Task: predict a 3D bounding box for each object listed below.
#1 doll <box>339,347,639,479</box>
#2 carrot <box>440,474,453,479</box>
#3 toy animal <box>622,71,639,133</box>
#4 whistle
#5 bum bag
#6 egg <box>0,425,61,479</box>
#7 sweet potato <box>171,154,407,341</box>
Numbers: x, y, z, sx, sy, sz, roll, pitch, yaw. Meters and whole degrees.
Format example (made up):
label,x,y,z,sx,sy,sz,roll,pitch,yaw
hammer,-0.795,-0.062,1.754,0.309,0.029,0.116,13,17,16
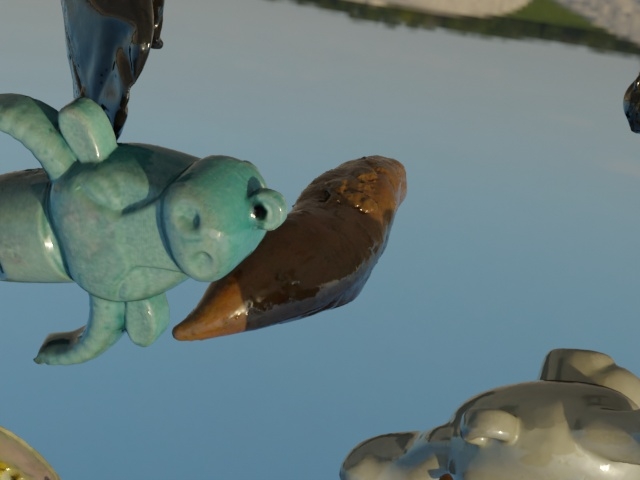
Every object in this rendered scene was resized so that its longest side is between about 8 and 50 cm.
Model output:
label,x,y,z,sx,sy,sz,roll,pitch,yaw
doll,0.201,0.138,0.957,0.242,0.159,0.311,35,150,-16
carrot,0.172,0.434,1.765,0.196,0.196,0.254,9,-137,-1
toy animal,0.257,-0.090,0.959,0.136,0.065,0.047,7,-150,-43
whistle,-0.142,-0.013,0.915,0.274,0.186,0.093,-4,-157,28
bum bag,-0.149,-0.180,0.961,0.060,0.248,0.123,1,150,-37
egg,-0.476,0.329,1.736,0.271,0.162,0.206,-6,-130,-53
sweet potato,0.010,-0.001,1.213,0.106,0.095,0.354,-10,-162,34
